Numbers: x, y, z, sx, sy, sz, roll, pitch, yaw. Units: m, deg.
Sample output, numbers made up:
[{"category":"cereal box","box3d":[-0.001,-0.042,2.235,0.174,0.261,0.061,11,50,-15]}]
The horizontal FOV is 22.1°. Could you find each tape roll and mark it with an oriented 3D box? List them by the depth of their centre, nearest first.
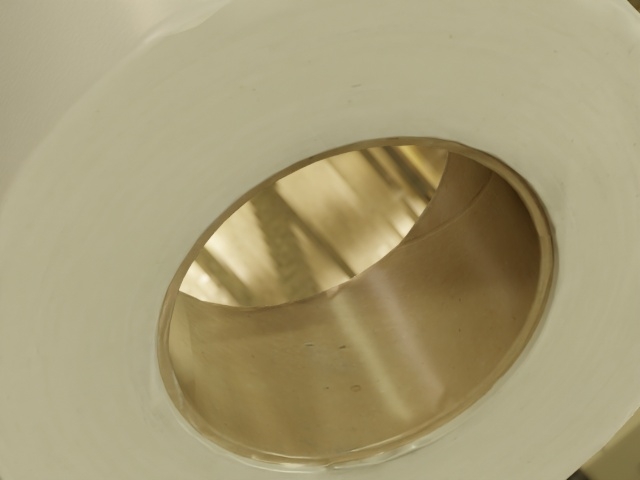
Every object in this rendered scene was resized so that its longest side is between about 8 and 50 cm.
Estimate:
[{"category":"tape roll","box3d":[0.000,0.000,0.612,0.286,0.286,0.100,43,12,-40]}]
